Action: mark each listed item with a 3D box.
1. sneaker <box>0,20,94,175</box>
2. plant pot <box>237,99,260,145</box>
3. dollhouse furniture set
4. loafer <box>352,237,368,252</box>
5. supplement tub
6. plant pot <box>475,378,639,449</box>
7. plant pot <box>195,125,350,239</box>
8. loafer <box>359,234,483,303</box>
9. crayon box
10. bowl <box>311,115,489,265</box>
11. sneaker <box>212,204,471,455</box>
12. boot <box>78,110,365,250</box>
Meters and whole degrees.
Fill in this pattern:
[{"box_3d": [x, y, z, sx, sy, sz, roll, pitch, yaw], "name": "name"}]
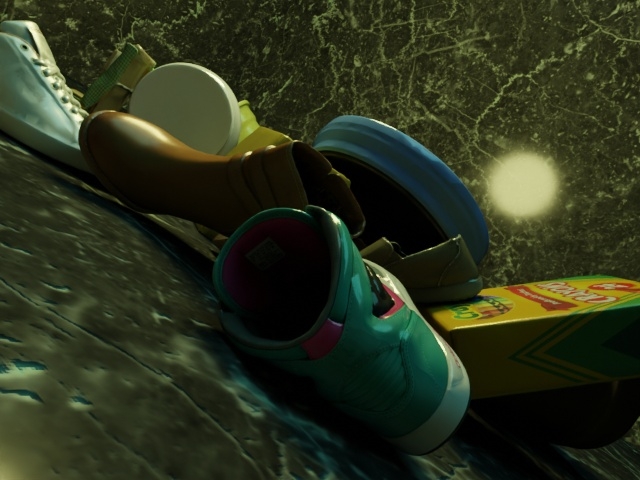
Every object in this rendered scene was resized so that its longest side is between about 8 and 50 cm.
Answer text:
[{"box_3d": [-0.333, -0.180, 0.615, 0.290, 0.123, 0.106, 34, 1, -13], "name": "sneaker"}, {"box_3d": [-0.220, -0.224, 1.546, 0.254, 0.276, 0.276, 44, 2, -6], "name": "plant pot"}, {"box_3d": [-0.473, -0.347, 1.127, 0.151, 0.198, 0.301, 34, 2, -11], "name": "dollhouse furniture set"}, {"box_3d": [0.162, 0.112, 0.987, 0.366, 0.130, 0.134, 31, 3, -32], "name": "loafer"}, {"box_3d": [-0.298, -0.264, 1.180, 0.235, 0.235, 0.325, 32, 1, -12], "name": "supplement tub"}, {"box_3d": [0.320, 0.177, 0.824, 0.229, 0.263, 0.263, 14, 7, -14], "name": "plant pot"}, {"box_3d": [-0.075, -0.068, 0.869, 0.212, 0.187, 0.212, 32, 3, -26], "name": "plant pot"}, {"box_3d": [0.080, 0.039, 0.687, 0.251, 0.087, 0.094, -6, 2, 11], "name": "loafer"}, {"box_3d": [0.239, 0.108, 0.621, 0.318, 0.081, 0.202, -8, 3, -1], "name": "crayon box"}, {"box_3d": [0.126, -0.058, 0.994, 0.391, 0.077, 0.391, 37, -18, 14], "name": "bowl"}, {"box_3d": [-0.010, 0.043, 0.458, 0.178, 0.124, 0.295, 42, 0, -23], "name": "sneaker"}, {"box_3d": [-0.105, -0.064, 0.572, 0.283, 0.109, 0.220, 44, -33, -26], "name": "boot"}]
